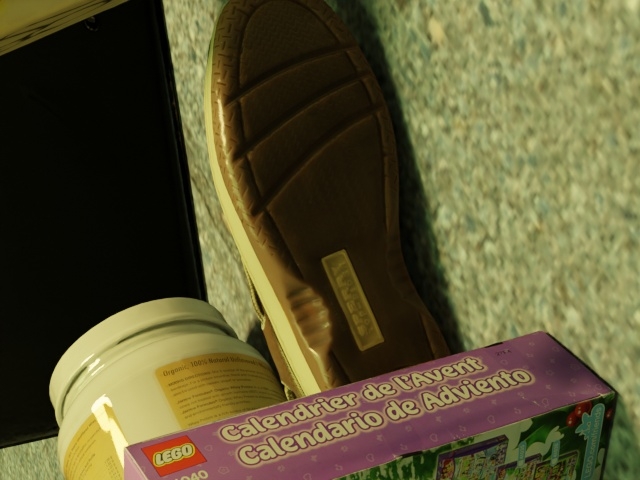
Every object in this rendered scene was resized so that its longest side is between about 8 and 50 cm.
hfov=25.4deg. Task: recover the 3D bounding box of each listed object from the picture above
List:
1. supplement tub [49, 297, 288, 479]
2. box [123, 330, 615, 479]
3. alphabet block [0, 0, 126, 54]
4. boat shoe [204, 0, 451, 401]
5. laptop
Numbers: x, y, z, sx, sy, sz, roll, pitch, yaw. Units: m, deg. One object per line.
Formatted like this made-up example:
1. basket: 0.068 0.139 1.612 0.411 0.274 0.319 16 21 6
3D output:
1. supplement tub: -0.071 0.147 0.848 0.199 0.144 0.144 58 148 34
2. box: 0.016 0.195 0.635 0.057 0.201 0.293 43 137 48
3. alphabet block: -0.145 -0.212 0.729 0.192 0.197 0.193 -10 107 63
4. boat shoe: -0.007 0.002 0.719 0.095 0.095 0.257 158 98 -69
5. laptop: -0.324 -0.048 0.990 0.408 0.236 0.382 0 102 38
